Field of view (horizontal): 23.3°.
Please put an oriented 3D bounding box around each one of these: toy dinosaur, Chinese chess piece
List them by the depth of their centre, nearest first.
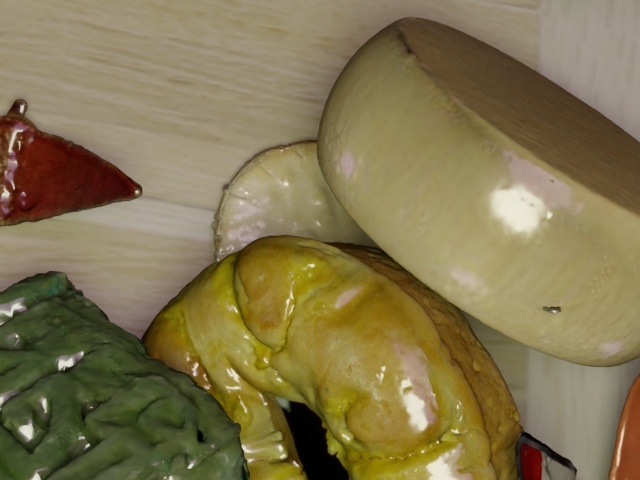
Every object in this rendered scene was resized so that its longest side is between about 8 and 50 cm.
[{"bbox_3d":[-0.287,-0.051,0.948,0.327,0.113,0.206,31,68,-6],"label":"toy dinosaur"},{"bbox_3d":[0.125,-0.033,0.981,0.273,0.273,0.102,31,109,-4],"label":"Chinese chess piece"}]

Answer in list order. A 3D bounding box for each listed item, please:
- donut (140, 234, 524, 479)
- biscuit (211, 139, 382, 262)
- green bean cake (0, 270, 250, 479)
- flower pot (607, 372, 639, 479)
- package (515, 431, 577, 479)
[{"bbox_3d":[0.016,0.121,0.926,0.128,0.208,0.261,-12,79,-56],"label":"donut"},{"bbox_3d":[0.000,0.000,1.057,0.152,0.020,0.152,4,73,-14],"label":"biscuit"},{"bbox_3d":[-0.185,0.141,0.849,0.241,0.132,0.255,-30,43,-25],"label":"green bean cake"},{"bbox_3d":[0.286,0.163,0.942,0.173,0.190,0.190,13,71,-9],"label":"flower pot"},{"bbox_3d":[0.146,0.210,0.936,0.030,0.239,0.154,-2,71,19],"label":"package"}]
